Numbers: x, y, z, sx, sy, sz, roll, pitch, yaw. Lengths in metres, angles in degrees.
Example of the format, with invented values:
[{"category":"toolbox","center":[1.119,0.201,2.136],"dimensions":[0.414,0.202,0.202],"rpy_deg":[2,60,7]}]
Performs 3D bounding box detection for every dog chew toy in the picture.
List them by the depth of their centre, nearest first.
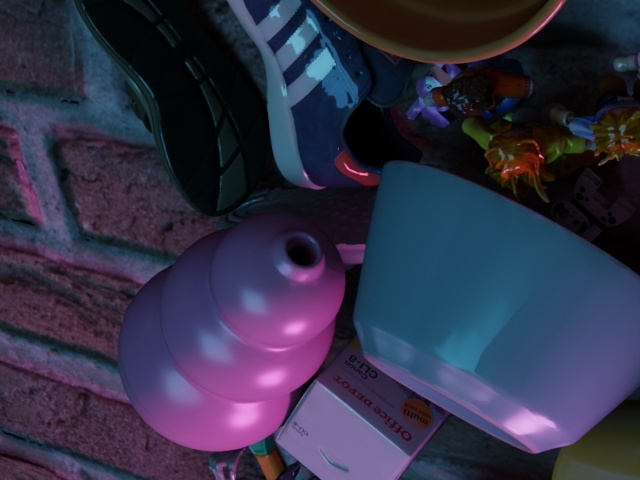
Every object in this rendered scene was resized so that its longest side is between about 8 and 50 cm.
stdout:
[{"category":"dog chew toy","center":[-0.078,0.081,1.519],"dimensions":[0.206,0.206,0.332],"rpy_deg":[44,144,2]}]

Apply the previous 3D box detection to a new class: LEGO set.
[{"category":"LEGO set","center":[0.175,-0.080,1.374],"dimensions":[0.227,0.087,0.093],"rpy_deg":[42,122,5]}]

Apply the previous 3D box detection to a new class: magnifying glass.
[{"category":"magnifying glass","center":[-0.079,0.240,1.867],"dimensions":[0.092,0.026,0.231],"rpy_deg":[-6,118,41]}]

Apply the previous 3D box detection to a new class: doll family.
[{"category":"doll family","center":[0.215,-0.099,1.215],"dimensions":[0.263,0.163,0.118],"rpy_deg":[-10,100,19]}]

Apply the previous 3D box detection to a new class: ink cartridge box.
[{"category":"ink cartridge box","center":[0.065,0.168,1.586],"dimensions":[0.128,0.176,0.127],"rpy_deg":[38,137,8]}]

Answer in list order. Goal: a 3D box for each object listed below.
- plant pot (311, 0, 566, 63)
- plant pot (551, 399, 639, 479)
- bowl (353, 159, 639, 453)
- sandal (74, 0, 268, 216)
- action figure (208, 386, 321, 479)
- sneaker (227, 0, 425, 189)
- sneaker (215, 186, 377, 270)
[{"category":"plant pot","center":[0.112,-0.310,1.166],"dimensions":[0.291,0.203,0.291],"rpy_deg":[20,132,24]},{"category":"plant pot","center":[0.351,0.250,1.391],"dimensions":[0.239,0.254,0.254],"rpy_deg":[9,128,52]},{"category":"bowl","center":[0.153,0.076,1.342],"dimensions":[0.311,0.163,0.311],"rpy_deg":[29,173,4]},{"category":"sandal","center":[-0.153,-0.168,1.571],"dimensions":[0.303,0.120,0.086],"rpy_deg":[62,163,-14]},{"category":"action figure","center":[-0.032,0.262,1.765],"dimensions":[0.164,0.141,0.276],"rpy_deg":[21,135,40]},{"category":"sneaker","center":[0.014,-0.200,1.394],"dimensions":[0.148,0.131,0.350],"rpy_deg":[7,133,31]},{"category":"sneaker","center":[0.000,0.000,1.590],"dimensions":[0.235,0.090,0.095],"rpy_deg":[5,133,43]}]
